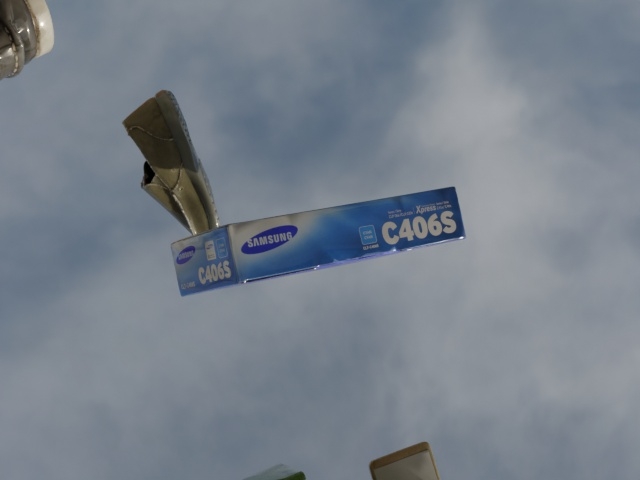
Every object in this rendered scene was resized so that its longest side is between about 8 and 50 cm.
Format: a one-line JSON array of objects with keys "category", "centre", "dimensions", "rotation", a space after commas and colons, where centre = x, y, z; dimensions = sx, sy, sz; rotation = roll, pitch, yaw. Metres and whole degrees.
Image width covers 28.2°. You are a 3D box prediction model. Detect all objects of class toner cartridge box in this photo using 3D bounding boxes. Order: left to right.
[{"category": "toner cartridge box", "centre": [0.000, 0.000, 1.646], "dimensions": [0.348, 0.165, 0.075], "rotation": [-11, -93, -33]}]

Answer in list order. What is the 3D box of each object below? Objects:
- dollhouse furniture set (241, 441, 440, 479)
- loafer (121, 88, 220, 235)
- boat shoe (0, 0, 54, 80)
[{"category": "dollhouse furniture set", "centre": [0.076, 0.243, 1.023], "dimensions": [0.197, 0.301, 0.151], "rotation": [-17, -91, -15]}, {"category": "loafer", "centre": [-0.205, -0.088, 1.762], "dimensions": [0.087, 0.251, 0.094], "rotation": [-19, -150, -1]}, {"category": "boat shoe", "centre": [-0.329, -0.225, 0.915], "dimensions": [0.335, 0.112, 0.095], "rotation": [41, -123, 21]}]
